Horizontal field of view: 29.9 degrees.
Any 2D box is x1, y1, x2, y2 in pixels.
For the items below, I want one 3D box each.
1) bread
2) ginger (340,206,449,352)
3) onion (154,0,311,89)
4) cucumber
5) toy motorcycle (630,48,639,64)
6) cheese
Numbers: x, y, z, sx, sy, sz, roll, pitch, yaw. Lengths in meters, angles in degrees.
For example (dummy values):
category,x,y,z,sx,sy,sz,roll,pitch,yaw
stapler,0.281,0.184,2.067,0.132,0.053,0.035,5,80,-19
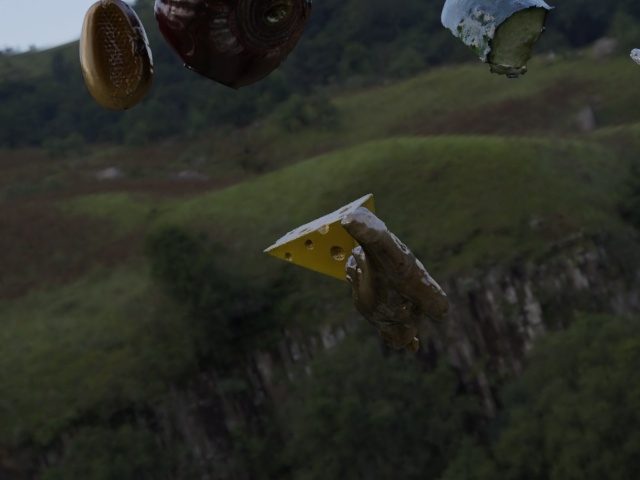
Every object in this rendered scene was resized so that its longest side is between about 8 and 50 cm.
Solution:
category,x,y,z,sx,sy,sz,roll,pitch,yaw
bread,-0.330,-0.298,1.936,0.114,0.189,0.077,-10,-10,-3
ginger,0.099,0.062,1.591,0.080,0.166,0.333,-51,-12,-20
onion,-0.163,-0.363,1.901,0.207,0.206,0.216,13,15,-39
cucumber,0.294,-0.411,2.145,0.105,0.145,0.325,17,21,-20
toy motorcycle,0.471,-0.220,1.475,0.229,0.074,0.151,6,-53,-38
cheese,0.000,0.000,1.933,0.171,0.126,0.093,0,24,28
